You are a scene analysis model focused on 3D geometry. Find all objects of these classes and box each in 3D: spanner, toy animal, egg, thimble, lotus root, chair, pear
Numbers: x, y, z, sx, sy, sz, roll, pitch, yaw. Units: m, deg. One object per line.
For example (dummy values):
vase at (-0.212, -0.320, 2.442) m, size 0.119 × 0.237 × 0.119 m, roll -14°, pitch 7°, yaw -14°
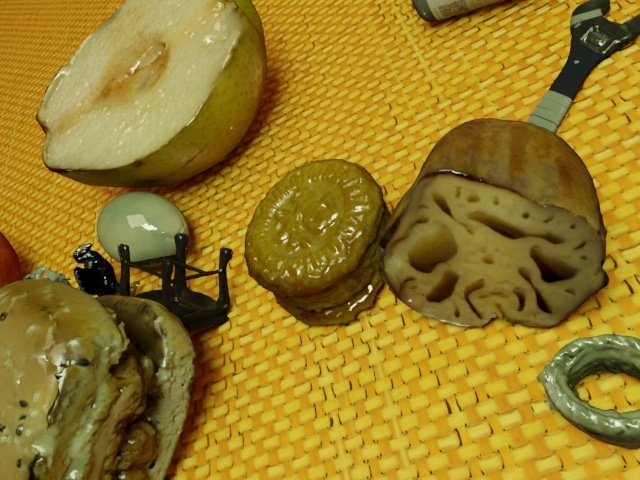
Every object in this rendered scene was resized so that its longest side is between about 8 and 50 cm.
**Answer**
spanner at (0.286, -0.167, 0.697) m, size 0.087 × 0.024 × 0.316 m, roll 24°, pitch 74°, yaw 36°
toy animal at (-0.320, 0.056, 0.858) m, size 0.062 × 0.108 × 0.220 m, roll -49°, pitch 17°, yaw -6°
egg at (-0.258, -0.015, 0.858) m, size 0.152 × 0.114 × 0.114 m, roll 8°, pitch 64°, yaw 36°
thimble at (0.243, 0.126, 0.494) m, size 0.110 × 0.062 × 0.084 m, roll -3°, pitch 60°, yaw 30°
lotus root at (0.172, -0.025, 0.594) m, size 0.188 × 0.199 × 0.180 m, roll 25°, pitch 44°, yaw 1°
chair at (-0.196, 0.117, 0.763) m, size 0.106 × 0.113 × 0.229 m, roll 16°, pitch 106°, yaw 38°
pear at (-0.238, -0.220, 0.935) m, size 0.386 × 0.191 × 0.340 m, roll -30°, pitch 57°, yaw 16°

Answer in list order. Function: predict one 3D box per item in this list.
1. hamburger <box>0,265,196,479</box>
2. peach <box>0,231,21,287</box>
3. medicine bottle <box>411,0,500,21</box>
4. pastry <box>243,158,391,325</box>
hamburger at (-0.297, 0.194, 0.655) m, size 0.276 × 0.195 × 0.318 m, roll 20°, pitch 97°, yaw 37°
peach at (-0.625, 0.046, 0.968) m, size 0.232 × 0.232 × 0.257 m, roll -28°, pitch 66°, yaw 12°
medicine bottle at (0.265, -0.404, 0.792) m, size 0.293 × 0.141 × 0.141 m, roll -8°, pitch 56°, yaw 27°
pastry at (0.000, 0.000, 0.699) m, size 0.188 × 0.103 × 0.189 m, roll -16°, pitch 53°, yaw 22°
